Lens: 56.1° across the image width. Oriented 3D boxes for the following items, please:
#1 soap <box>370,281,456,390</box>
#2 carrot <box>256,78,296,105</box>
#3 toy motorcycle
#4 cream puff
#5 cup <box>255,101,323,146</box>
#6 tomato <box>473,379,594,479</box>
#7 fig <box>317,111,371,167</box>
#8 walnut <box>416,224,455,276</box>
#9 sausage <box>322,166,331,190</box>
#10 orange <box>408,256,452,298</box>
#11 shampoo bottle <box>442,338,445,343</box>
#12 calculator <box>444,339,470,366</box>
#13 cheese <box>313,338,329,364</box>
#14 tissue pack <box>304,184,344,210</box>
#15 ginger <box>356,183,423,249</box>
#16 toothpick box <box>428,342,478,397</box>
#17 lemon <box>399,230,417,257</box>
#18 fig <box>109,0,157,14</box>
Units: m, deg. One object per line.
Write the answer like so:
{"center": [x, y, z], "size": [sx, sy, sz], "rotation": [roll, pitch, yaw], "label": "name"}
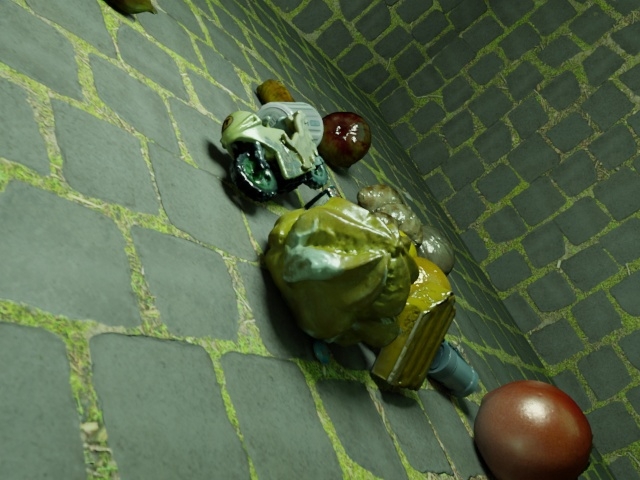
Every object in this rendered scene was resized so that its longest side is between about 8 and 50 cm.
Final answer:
{"center": [0.233, 0.225, 1.438], "size": [0.080, 0.258, 0.160], "rotation": [24, -3, 38], "label": "soap"}
{"center": [-0.111, -0.423, 2.032], "size": [0.114, 0.114, 0.302], "rotation": [17, 38, -59], "label": "carrot"}
{"center": [-0.118, -0.219, 1.548], "size": [0.237, 0.168, 0.410], "rotation": [63, 28, 4], "label": "toy motorcycle"}
{"center": [0.066, 0.057, 1.307], "size": [0.378, 0.275, 0.378], "rotation": [46, 13, -14], "label": "cream puff"}
{"center": [-0.086, -0.320, 1.821], "size": [0.221, 0.167, 0.202], "rotation": [52, 22, 6], "label": "cup"}
{"center": [0.569, 0.535, 1.633], "size": [0.321, 0.321, 0.322], "rotation": [44, 20, -21], "label": "tomato"}
{"center": [0.087, -0.357, 2.332], "size": [0.217, 0.216, 0.321], "rotation": [58, -8, 17], "label": "fig"}
{"center": [0.405, 0.053, 2.244], "size": [0.224, 0.224, 0.224], "rotation": [44, 20, -21], "label": "walnut"}
{"center": [0.022, -0.185, 2.025], "size": [0.033, 0.032, 0.269], "rotation": [41, 22, -29], "label": "sausage"}
{"center": [0.253, 0.159, 1.655], "size": [0.236, 0.236, 0.236], "rotation": [44, 20, -21], "label": "orange"}
{"center": [0.335, 0.226, 1.943], "size": [0.085, 0.085, 0.244], "rotation": [27, 33, -51], "label": "shampoo bottle"}
{"center": [0.466, 0.398, 2.029], "size": [0.141, 0.019, 0.094], "rotation": [51, 18, 1], "label": "calculator"}
{"center": [-0.001, 0.220, 1.270], "size": [0.047, 0.017, 0.111], "rotation": [45, 20, -30], "label": "cheese"}
{"center": [0.044, -0.068, 1.764], "size": [0.170, 0.103, 0.090], "rotation": [53, 26, 4], "label": "tissue pack"}
{"center": [0.235, -0.092, 2.150], "size": [0.256, 0.176, 0.375], "rotation": [25, 29, -22], "label": "ginger"}
{"center": [0.374, 0.375, 1.732], "size": [0.153, 0.101, 0.101], "rotation": [43, 21, -29], "label": "toothpick box"}
{"center": [0.204, 0.051, 1.814], "size": [0.206, 0.173, 0.174], "rotation": [49, 15, -49], "label": "lemon"}
{"center": [-0.488, -0.637, 1.550], "size": [0.154, 0.103, 0.109], "rotation": [25, 54, -38], "label": "fig"}
